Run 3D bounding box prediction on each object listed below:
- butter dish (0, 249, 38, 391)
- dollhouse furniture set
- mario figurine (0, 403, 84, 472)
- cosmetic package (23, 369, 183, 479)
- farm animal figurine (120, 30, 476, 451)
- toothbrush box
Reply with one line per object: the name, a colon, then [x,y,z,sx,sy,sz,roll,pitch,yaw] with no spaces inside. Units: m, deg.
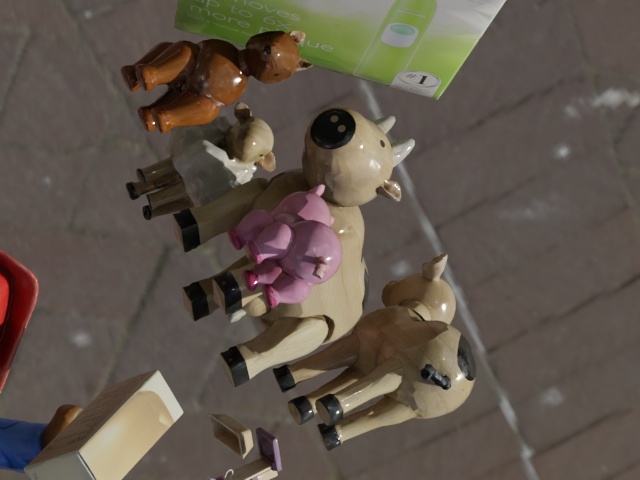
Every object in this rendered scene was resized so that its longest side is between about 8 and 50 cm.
butter dish: [-0.314,0.060,1.289,0.160,0.118,0.160,33,129,6]
dollhouse furniture set: [-0.105,0.246,1.866,0.081,0.114,0.091,-22,119,-28]
mario figurine: [-0.365,0.179,1.470,0.320,0.198,0.170,8,122,13]
cosmetic package: [-0.156,0.145,1.255,0.060,0.115,0.041,-21,105,36]
farm animal figurine: [0.000,0.000,1.243,0.172,0.330,0.327,-24,165,-16]
toothbrush box: [0.023,-0.214,1.145,0.206,0.122,0.283,15,164,-6]
